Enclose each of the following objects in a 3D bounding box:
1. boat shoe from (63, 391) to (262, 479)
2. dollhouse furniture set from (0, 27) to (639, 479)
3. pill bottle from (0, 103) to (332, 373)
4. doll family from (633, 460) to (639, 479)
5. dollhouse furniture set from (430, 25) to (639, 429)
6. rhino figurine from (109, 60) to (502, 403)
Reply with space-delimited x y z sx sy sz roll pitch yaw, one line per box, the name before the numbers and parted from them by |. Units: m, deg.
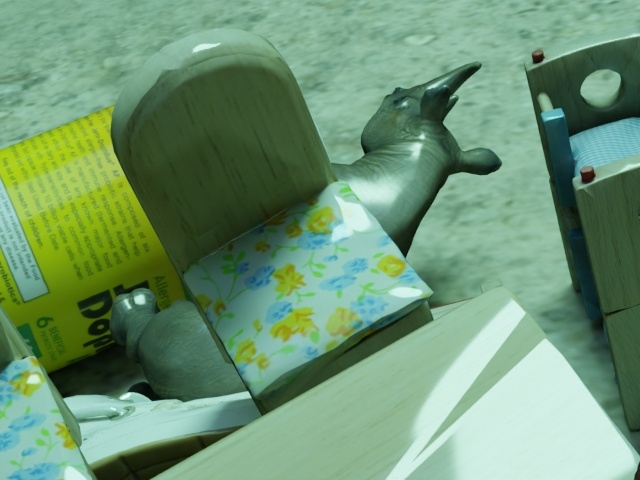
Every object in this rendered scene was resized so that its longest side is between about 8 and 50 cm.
boat shoe | -0.087 0.102 0.726 0.277 0.098 0.096 -14 31 7
dollhouse furniture set | -0.100 0.125 0.452 0.394 0.256 0.362 -29 47 -5
pill bottle | -0.100 -0.010 0.904 0.208 0.118 0.117 -23 30 -10
doll family | 0.065 0.101 0.326 0.193 0.076 0.111 -20 33 -34
dollhouse furniture set | 0.085 0.005 0.770 0.183 0.129 0.129 -15 30 4
rhino figurine | 0.000 0.000 0.818 0.243 0.073 0.106 -46 22 -18
